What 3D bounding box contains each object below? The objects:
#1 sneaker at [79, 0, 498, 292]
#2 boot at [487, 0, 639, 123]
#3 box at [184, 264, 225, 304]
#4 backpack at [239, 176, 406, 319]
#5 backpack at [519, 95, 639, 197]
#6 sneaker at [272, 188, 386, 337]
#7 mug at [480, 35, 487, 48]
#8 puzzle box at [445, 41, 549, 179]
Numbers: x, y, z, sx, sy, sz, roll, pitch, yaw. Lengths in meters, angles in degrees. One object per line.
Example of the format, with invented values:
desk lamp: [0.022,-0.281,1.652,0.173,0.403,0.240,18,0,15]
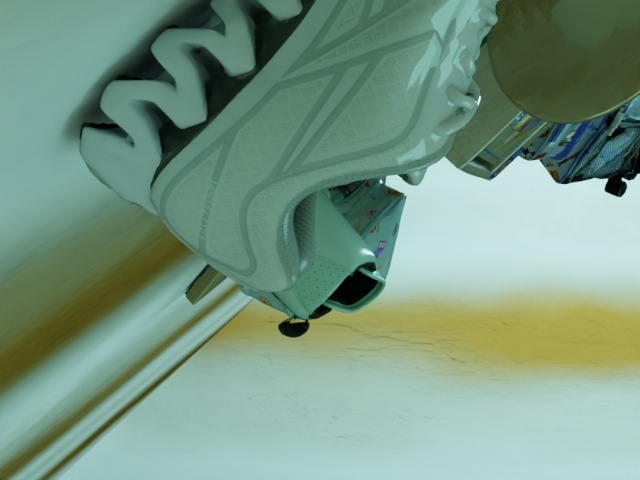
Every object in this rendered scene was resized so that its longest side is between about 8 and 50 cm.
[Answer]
sneaker: [0.034,-0.099,0.445,0.292,0.118,0.110,-45,175,18]
boot: [0.151,-0.175,0.573,0.295,0.104,0.211,-62,-175,-8]
box: [-0.075,-0.013,1.346,0.164,0.021,0.201,-41,176,-43]
backpack: [0.000,0.000,1.197,0.188,0.144,0.166,-30,144,-42]
backpack: [0.307,-0.228,1.278,0.213,0.276,0.263,-9,144,-43]
sneaker: [-0.018,-0.006,0.820,0.094,0.151,0.256,-45,179,12]
mug: [0.170,-0.203,1.066,0.158,0.097,0.129,-42,177,-37]
puzzle box: [0.208,-0.159,0.875,0.272,0.052,0.409,-43,174,11]
